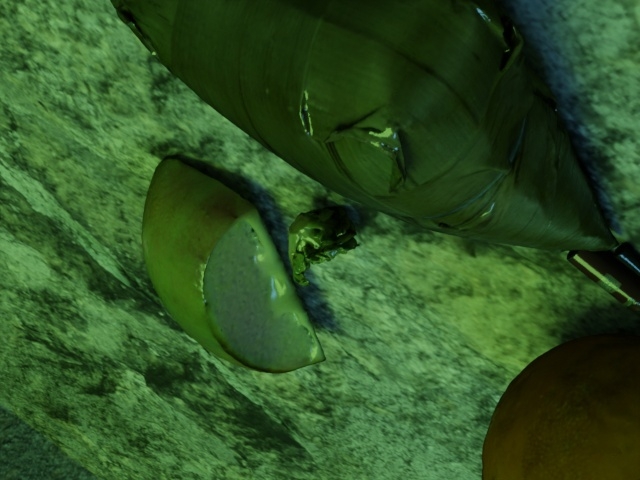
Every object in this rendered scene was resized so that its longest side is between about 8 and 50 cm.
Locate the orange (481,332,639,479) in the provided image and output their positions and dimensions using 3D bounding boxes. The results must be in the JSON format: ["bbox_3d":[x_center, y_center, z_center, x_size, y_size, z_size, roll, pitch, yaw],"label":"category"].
[{"bbox_3d":[0.264,0.213,1.099,0.284,0.226,0.284,33,152,20],"label":"orange"}]

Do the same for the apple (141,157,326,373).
[{"bbox_3d":[-0.118,0.038,1.383,0.193,0.120,0.265,28,153,39],"label":"apple"}]

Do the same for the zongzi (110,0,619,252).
[{"bbox_3d":[0.043,-0.109,0.956,0.323,0.160,0.360,36,-175,37],"label":"zongzi"}]

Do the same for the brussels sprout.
[{"bbox_3d":[0.000,0.000,1.226,0.085,0.085,0.058,-2,134,51],"label":"brussels sprout"}]

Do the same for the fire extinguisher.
[{"bbox_3d":[0.246,0.030,1.040,0.100,0.032,0.046,37,120,-3],"label":"fire extinguisher"}]
